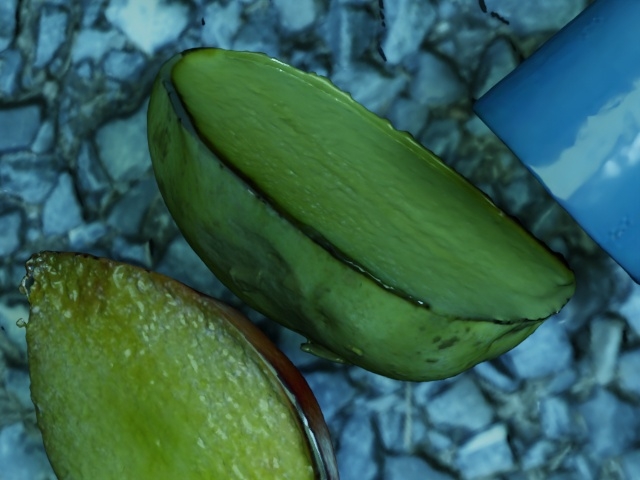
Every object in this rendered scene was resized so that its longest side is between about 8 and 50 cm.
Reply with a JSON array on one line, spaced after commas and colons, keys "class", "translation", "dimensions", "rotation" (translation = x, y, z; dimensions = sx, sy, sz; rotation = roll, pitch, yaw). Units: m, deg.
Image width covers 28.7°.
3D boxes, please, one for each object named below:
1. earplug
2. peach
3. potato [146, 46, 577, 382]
[{"class": "earplug", "translation": [0.221, -0.117, 0.648], "dimensions": [0.273, 0.132, 0.132], "rotation": [-44, 72, 9]}, {"class": "peach", "translation": [-0.088, 0.113, 0.781], "dimensions": [0.189, 0.068, 0.279], "rotation": [-43, 74, 22]}, {"class": "potato", "translation": [0.000, 0.000, 0.723], "dimensions": [0.271, 0.160, 0.111], "rotation": [38, 124, 20]}]
